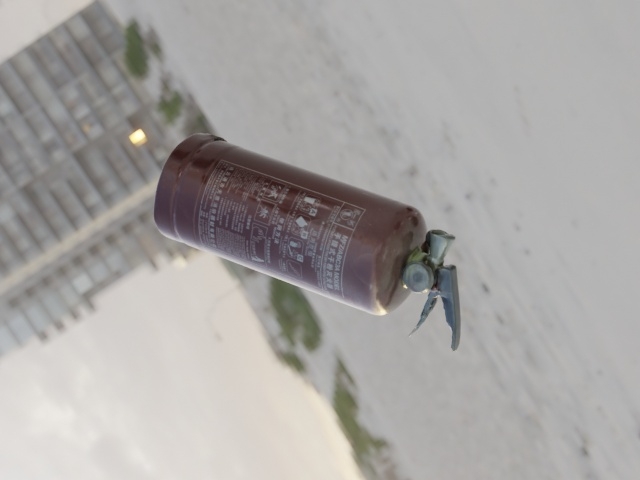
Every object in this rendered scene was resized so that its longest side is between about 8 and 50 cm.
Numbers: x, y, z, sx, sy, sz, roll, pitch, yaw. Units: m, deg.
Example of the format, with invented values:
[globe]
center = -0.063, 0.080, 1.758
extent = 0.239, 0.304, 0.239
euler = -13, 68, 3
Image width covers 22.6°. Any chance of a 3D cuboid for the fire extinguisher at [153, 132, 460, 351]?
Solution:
[fire extinguisher]
center = 0.000, 0.000, 1.286
extent = 0.269, 0.105, 0.105
euler = 20, 168, 23
